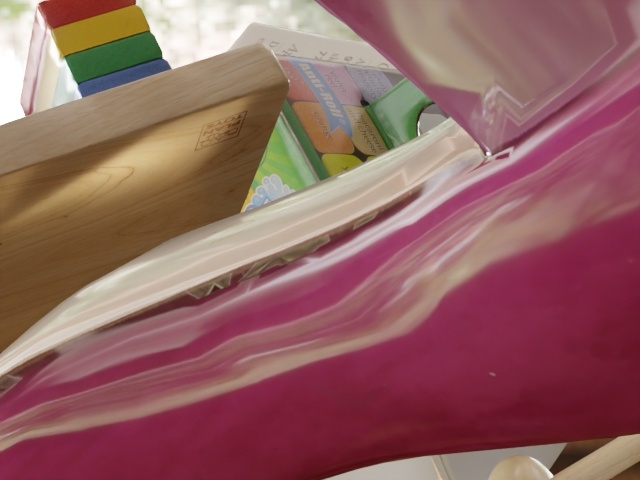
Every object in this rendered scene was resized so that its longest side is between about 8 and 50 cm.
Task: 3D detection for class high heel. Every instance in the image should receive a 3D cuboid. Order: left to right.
[{"bbox_3d":[0.016,0.057,0.447,0.181,0.377,0.127,41,-134,7],"label":"high heel"}]

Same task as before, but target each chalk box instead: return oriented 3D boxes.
[{"bbox_3d":[0.000,0.000,1.236,0.179,0.289,0.180,1,-127,-49],"label":"chalk box"}]

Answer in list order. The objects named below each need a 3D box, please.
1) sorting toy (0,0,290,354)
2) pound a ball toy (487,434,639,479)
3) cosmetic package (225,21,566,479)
[{"bbox_3d":[-0.170,-0.011,0.928,0.257,0.089,0.255,-21,160,-22],"label":"sorting toy"},{"bbox_3d":[0.267,0.164,1.029,0.319,0.208,0.135,-29,-156,24],"label":"pound a ball toy"},{"bbox_3d":[0.044,0.036,1.857,0.394,0.327,0.329,16,-125,37],"label":"cosmetic package"}]
